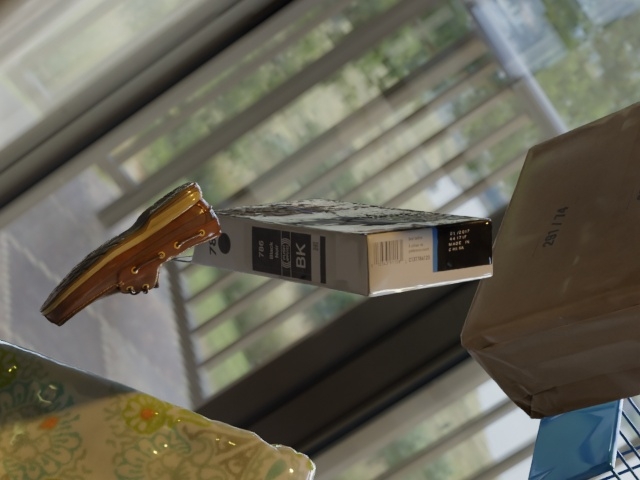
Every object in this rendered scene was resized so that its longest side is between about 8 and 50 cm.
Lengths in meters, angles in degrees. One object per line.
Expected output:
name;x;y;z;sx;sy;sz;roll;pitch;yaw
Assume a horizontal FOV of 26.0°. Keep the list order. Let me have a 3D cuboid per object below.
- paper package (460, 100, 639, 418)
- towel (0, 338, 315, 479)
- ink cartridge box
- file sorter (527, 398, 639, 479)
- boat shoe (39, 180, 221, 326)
paper package;0.355;0.011;1.592;0.168;0.309;0.325;43;51;-23
towel;-0.226;0.292;1.335;0.374;0.320;0.090;21;-25;-1
ink cartridge box;0.000;0.000;1.400;0.165;0.333;0.065;-8;99;-39
file sorter;0.337;0.274;1.697;0.104;0.118;0.170;52;31;-16
boat shoe;-0.164;0.022;1.219;0.060;0.178;0.064;54;-10;-12
